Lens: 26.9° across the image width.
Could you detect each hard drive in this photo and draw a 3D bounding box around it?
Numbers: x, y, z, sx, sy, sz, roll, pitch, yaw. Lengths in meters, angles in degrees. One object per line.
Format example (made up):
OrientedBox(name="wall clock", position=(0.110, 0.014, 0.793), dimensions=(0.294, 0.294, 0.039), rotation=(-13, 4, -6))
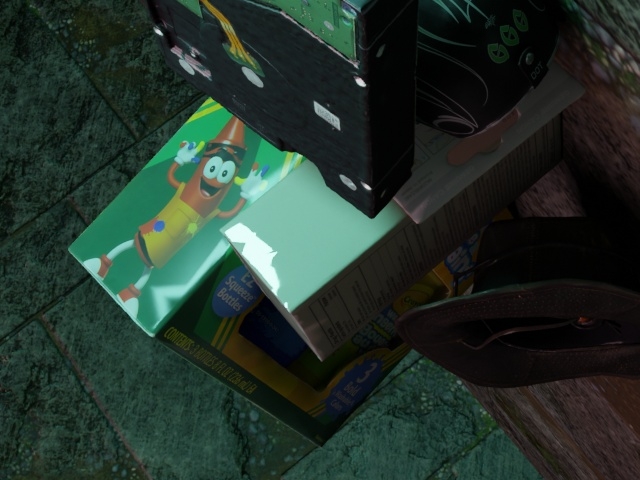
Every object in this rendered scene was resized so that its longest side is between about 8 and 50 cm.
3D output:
OrientedBox(name="hard drive", position=(-0.036, -0.162, 0.971), dimensions=(0.237, 0.064, 0.339), rotation=(37, 166, 16))

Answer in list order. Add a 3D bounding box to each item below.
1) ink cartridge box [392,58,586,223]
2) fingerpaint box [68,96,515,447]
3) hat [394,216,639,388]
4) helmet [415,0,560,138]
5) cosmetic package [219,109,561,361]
OrientedBox(name="ink cartridge box", position=(0.085, -0.138, 1.169), dimensions=(0.232, 0.189, 0.066), rotation=(50, 175, 22))
OrientedBox(name="fingerpaint box", position=(0.000, 0.000, 1.492), dimensions=(0.163, 0.371, 0.445), rotation=(42, 178, 32))
OrientedBox(name="hat", position=(0.227, 0.045, 1.302), dimensions=(0.331, 0.331, 0.134), rotation=(64, -154, -67))
OrientedBox(name="helmet", position=(0.089, -0.175, 1.054), dimensions=(0.161, 0.169, 0.169), rotation=(38, 180, -18))
OrientedBox(name="cosmetic package", position=(0.073, -0.043, 1.245), dimensions=(0.113, 0.309, 0.160), rotation=(49, 173, 23))
